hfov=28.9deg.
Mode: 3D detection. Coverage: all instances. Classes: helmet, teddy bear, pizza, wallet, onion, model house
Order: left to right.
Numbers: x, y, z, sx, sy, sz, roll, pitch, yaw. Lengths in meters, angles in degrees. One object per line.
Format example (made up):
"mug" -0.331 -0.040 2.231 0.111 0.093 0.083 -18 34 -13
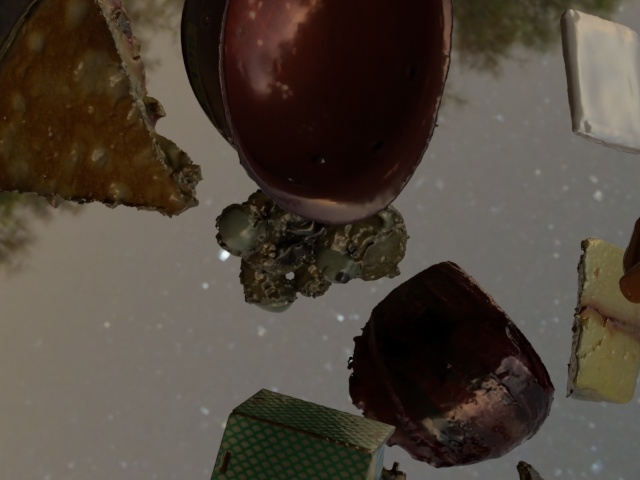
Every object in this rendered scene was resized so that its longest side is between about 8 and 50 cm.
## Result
"pizza" -0.335 -0.160 1.854 0.440 0.406 0.130 -54 168 25
"helmet" -0.033 -0.230 1.497 0.338 0.384 0.230 -29 -148 -28
"model house" -0.006 0.234 1.108 0.271 0.178 0.206 -58 156 -43
"teddy bear" 0.000 0.000 1.773 0.267 0.256 0.156 77 23 -59
"onion" 0.200 0.204 1.865 0.280 0.314 0.146 -37 178 -14
"wallet" 0.346 -0.191 1.503 0.032 0.124 0.182 -38 -134 54

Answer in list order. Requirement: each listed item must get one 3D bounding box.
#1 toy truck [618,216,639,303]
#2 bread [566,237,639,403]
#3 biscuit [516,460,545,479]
"toy truck" 0.502 0.068 1.569 0.189 0.264 0.239 -28 175 -16
"bread" 0.392 0.114 1.869 0.135 0.178 0.240 -4 -109 44
"biscuit" 0.364 0.436 1.835 0.026 0.237 0.131 -31 -152 13
